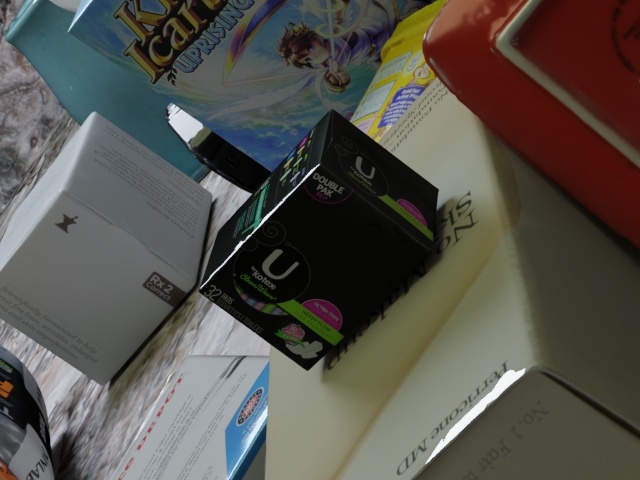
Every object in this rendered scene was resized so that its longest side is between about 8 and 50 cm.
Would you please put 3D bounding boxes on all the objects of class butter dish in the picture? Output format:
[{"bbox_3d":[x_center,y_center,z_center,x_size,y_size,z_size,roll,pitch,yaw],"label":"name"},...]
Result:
[{"bbox_3d":[0.154,-0.092,0.700,0.160,0.160,0.118,-50,-7,8],"label":"butter dish"}]

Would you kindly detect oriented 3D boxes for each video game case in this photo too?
[{"bbox_3d":[-0.005,-0.176,1.089,0.269,0.244,0.061,-44,20,33],"label":"video game case"}]

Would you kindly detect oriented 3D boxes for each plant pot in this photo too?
[{"bbox_3d":[-0.196,-0.226,1.715,0.272,0.255,0.272,-49,16,20],"label":"plant pot"}]

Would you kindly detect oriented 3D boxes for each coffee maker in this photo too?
[{"bbox_3d":[-0.040,-0.133,1.329,0.178,0.120,0.171,-53,18,8],"label":"coffee maker"}]

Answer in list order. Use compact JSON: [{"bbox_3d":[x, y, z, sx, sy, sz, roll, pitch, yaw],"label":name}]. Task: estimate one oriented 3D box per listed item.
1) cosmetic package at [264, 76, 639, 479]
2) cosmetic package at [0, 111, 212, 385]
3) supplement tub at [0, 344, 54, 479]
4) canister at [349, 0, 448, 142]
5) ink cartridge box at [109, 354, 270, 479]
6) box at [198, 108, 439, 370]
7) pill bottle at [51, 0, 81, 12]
[{"bbox_3d":[0.064,0.055,0.673,0.160,0.113,0.309,-49,16,19],"label":"cosmetic package"},{"bbox_3d":[-0.211,0.005,1.475,0.151,0.151,0.184,-48,16,23],"label":"cosmetic package"},{"bbox_3d":[-0.326,0.203,1.329,0.194,0.193,0.316,-54,17,2],"label":"supplement tub"},{"bbox_3d":[0.059,-0.063,0.995,0.170,0.073,0.126,-62,18,-19],"label":"canister"},{"bbox_3d":[-0.050,0.145,0.854,0.148,0.086,0.203,-59,16,-14],"label":"ink cartridge box"},{"bbox_3d":[0.000,0.000,0.647,0.083,0.062,0.052,-45,17,27],"label":"box"},{"bbox_3d":[-0.110,-0.296,1.437,0.210,0.210,0.363,-46,-13,26],"label":"pill bottle"}]
